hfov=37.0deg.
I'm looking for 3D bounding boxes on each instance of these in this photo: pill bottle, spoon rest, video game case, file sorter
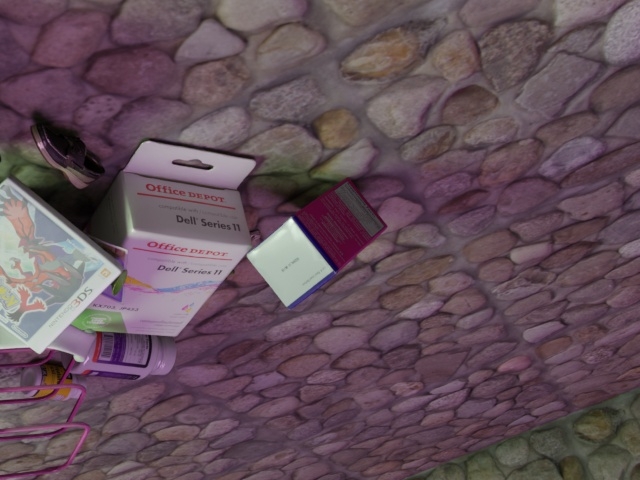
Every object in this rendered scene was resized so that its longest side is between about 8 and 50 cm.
[{"bbox_3d":[-0.512,0.274,1.842,0.065,0.065,0.116,-36,145,29],"label":"pill bottle"},{"bbox_3d":[-0.446,0.113,1.407,0.276,0.137,0.084,29,166,-37],"label":"spoon rest"},{"bbox_3d":[-0.366,0.199,1.751,0.193,0.108,0.108,14,137,-41],"label":"pill bottle"},{"bbox_3d":[-0.409,0.037,1.327,0.201,0.023,0.183,42,104,-17],"label":"video game case"},{"bbox_3d":[-0.496,0.219,1.547,0.182,0.291,0.202,0,145,-31],"label":"file sorter"}]

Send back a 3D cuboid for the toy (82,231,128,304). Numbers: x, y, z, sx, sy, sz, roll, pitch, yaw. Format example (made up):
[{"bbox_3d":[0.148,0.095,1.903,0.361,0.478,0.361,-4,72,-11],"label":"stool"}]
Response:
[{"bbox_3d":[-0.397,0.023,1.383,0.237,0.056,0.137,20,140,2],"label":"toy"}]

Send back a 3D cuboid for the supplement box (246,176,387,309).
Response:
[{"bbox_3d":[0.000,0.000,1.510,0.111,0.114,0.220,-39,178,31],"label":"supplement box"}]

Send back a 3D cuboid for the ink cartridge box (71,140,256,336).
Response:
[{"bbox_3d":[-0.249,0.010,1.493,0.207,0.119,0.353,8,141,-33],"label":"ink cartridge box"}]

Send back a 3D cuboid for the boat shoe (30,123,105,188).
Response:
[{"bbox_3d":[-0.344,-0.122,1.307,0.049,0.056,0.152,-25,158,3],"label":"boat shoe"}]

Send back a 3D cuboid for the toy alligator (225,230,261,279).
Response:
[{"bbox_3d":[-0.173,0.050,1.661,0.189,0.051,0.056,-32,147,23],"label":"toy alligator"}]
